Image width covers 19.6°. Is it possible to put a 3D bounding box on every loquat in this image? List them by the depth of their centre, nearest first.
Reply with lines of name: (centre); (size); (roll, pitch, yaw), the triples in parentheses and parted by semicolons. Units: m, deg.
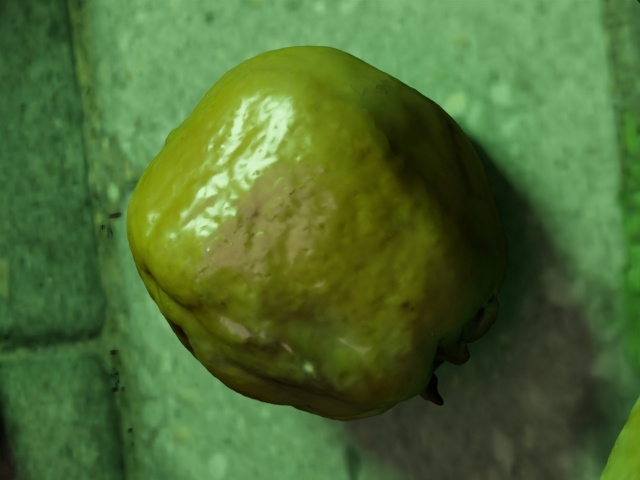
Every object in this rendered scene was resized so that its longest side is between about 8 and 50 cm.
loquat: (0.000, 0.000, 0.649); (0.137, 0.113, 0.137); (-2, 82, 14)

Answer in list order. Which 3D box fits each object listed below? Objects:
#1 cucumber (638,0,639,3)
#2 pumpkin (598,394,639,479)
cucumber: (0.104, -0.113, 0.592); (0.056, 0.056, 0.250); (-49, 64, 29)
pumpkin: (0.215, 0.125, 0.330); (0.332, 0.199, 0.332); (-1, 97, -6)
